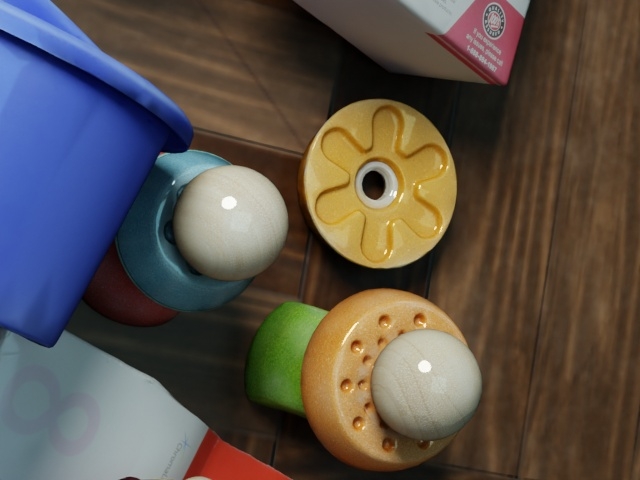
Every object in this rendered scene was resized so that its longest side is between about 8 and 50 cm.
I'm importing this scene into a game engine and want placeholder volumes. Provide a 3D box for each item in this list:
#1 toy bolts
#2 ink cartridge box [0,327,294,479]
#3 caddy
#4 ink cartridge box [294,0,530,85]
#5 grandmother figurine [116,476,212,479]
[{"bbox_3d":[0.000,0.000,1.056,0.228,0.158,0.218,24,77,-22],"label":"toy bolts"},{"bbox_3d":[-0.118,0.171,1.050,0.232,0.066,0.189,30,75,-17],"label":"ink cartridge box"},{"bbox_3d":[-0.229,-0.084,0.912,0.341,0.241,0.179,25,83,-22],"label":"caddy"},{"bbox_3d":[0.065,-0.220,1.106,0.158,0.092,0.218,31,74,-52],"label":"ink cartridge box"},{"bbox_3d":[-0.110,0.215,0.986,0.342,0.104,0.208,32,52,-34],"label":"grandmother figurine"}]
